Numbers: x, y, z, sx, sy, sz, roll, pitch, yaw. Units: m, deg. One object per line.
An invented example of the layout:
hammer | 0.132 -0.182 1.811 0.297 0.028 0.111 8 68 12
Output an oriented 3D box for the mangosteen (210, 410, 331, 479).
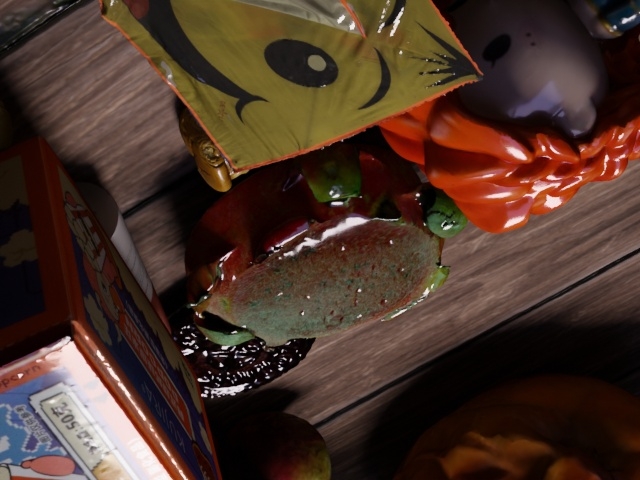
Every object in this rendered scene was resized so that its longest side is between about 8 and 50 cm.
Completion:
mangosteen | -0.137 0.385 1.871 0.382 0.382 0.435 -8 106 -12

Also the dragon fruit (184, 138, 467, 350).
dragon fruit | 0.000 0.000 1.559 0.295 0.130 0.268 -23 144 9

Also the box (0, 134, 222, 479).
box | -0.287 0.160 1.374 0.319 0.257 0.348 -22 132 4

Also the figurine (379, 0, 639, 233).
figurine | 0.220 -0.204 1.318 0.306 0.241 0.411 -9 137 -39

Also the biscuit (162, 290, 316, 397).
biscuit | -0.097 0.105 1.726 0.195 0.053 0.194 -11 144 -8

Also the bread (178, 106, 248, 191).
bread | -0.096 -0.086 1.455 0.046 0.083 0.081 -26 -173 -6

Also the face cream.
face cream | -0.214 0.043 1.561 0.096 0.095 0.214 -17 145 0

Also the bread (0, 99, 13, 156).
bread | -0.344 -0.083 1.377 0.149 0.065 0.187 13 137 -20

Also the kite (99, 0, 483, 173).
kite | -0.028 -0.175 1.259 0.328 0.013 0.377 17 137 10

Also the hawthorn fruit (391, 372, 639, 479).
hawthorn fruit | 0.254 0.377 1.921 0.472 0.471 0.471 -11 144 -8
